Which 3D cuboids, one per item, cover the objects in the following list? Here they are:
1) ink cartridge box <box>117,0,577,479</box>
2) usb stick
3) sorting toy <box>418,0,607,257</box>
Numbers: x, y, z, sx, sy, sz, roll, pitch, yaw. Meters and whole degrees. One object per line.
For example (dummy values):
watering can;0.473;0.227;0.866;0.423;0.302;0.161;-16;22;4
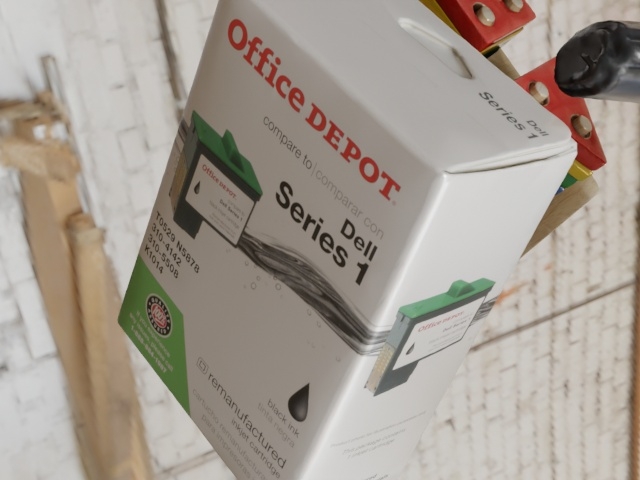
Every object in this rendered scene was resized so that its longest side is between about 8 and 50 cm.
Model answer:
ink cartridge box;0.000;0.000;0.573;0.160;0.092;0.219;46;-49;31
usb stick;0.278;-0.099;0.742;0.077;0.277;0.045;168;-76;-70
sorting toy;0.110;-0.110;0.925;0.089;0.257;0.255;-37;-93;42
